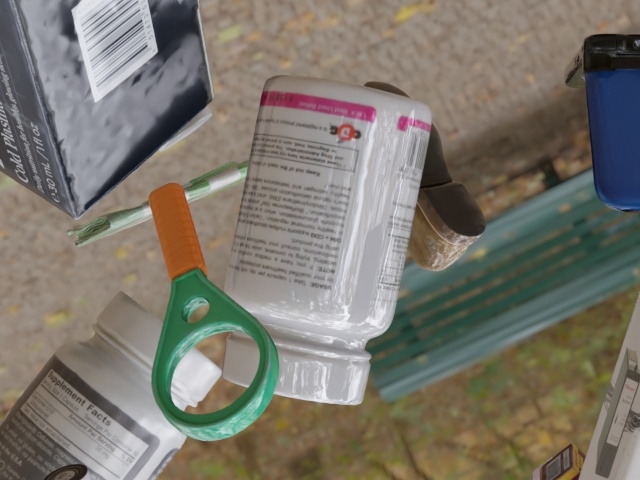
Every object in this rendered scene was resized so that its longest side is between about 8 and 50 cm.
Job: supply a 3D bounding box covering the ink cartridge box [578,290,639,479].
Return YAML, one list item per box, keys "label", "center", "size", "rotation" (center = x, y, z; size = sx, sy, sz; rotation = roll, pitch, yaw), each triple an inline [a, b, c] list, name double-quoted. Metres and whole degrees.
- label: "ink cartridge box"
  center: [0.334, 0.181, 1.296]
  size: [0.198, 0.273, 0.115]
  rotation: [16, -171, -6]

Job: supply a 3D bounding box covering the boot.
- label: "boot"
  center: [0.119, -0.092, 2.217]
  size: [0.112, 0.305, 0.115]
  rotation: [-4, 145, -33]

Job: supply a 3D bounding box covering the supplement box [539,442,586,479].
- label: "supplement box"
  center: [0.241, 0.235, 1.423]
  size: [0.043, 0.083, 0.055]
  rotation: [-42, -171, 17]

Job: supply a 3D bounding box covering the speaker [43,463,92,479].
- label: "speaker"
  center: [-0.267, 0.323, 1.761]
  size: [0.055, 0.136, 0.055]
  rotation: [-15, -161, 5]

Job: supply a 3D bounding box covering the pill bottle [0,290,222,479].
- label: "pill bottle"
  center: [-0.300, 0.257, 1.992]
  size: [0.361, 0.204, 0.204]
  rotation: [-52, 169, -7]

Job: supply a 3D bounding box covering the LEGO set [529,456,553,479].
- label: "LEGO set"
  center: [0.279, 0.388, 1.811]
  size: [0.107, 0.132, 0.287]
  rotation: [-59, -178, 35]

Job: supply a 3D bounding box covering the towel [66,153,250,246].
- label: "towel"
  center: [-0.193, -0.074, 2.271]
  size: [0.325, 0.038, 0.248]
  rotation: [-23, -177, -23]

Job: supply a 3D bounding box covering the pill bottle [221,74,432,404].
- label: "pill bottle"
  center: [0.000, 0.000, 1.445]
  size: [0.160, 0.283, 0.160]
  rotation: [11, 180, 0]

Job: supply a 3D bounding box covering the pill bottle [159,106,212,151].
- label: "pill bottle"
  center: [-0.273, -0.258, 2.417]
  size: [0.131, 0.229, 0.131]
  rotation: [-35, -179, 1]

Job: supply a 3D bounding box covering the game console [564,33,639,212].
- label: "game console"
  center: [0.382, -0.099, 1.445]
  size: [0.293, 0.173, 0.250]
  rotation: [1, 176, 2]

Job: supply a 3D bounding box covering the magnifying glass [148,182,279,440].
- label: "magnifying glass"
  center: [-0.090, 0.045, 1.135]
  size: [0.092, 0.231, 0.026]
  rotation: [-26, 137, 7]

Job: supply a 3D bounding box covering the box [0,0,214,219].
- label: "box"
  center: [-0.429, -0.362, 2.058]
  size: [0.297, 0.472, 0.480]
  rotation: [-44, 150, -26]
